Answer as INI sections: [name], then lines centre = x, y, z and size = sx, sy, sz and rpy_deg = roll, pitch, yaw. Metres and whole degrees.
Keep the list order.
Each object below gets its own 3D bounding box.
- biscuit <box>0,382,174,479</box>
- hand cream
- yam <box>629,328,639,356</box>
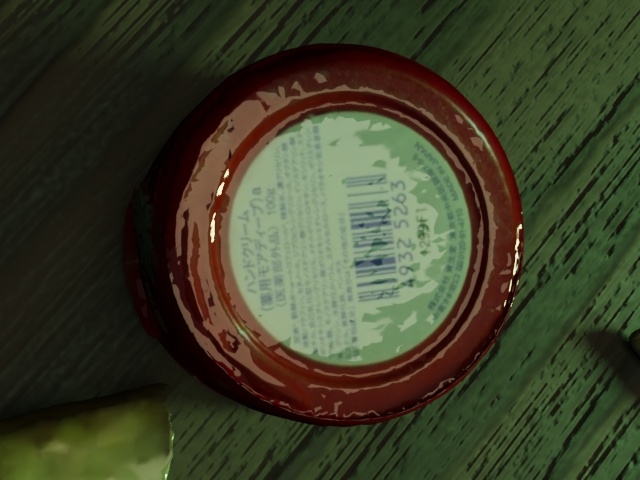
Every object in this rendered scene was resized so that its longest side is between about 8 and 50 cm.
[biscuit]
centre = -0.249, 0.339, 0.604
size = 0.446, 0.104, 0.430
rpy_deg = -13, 89, -18
[hand cream]
centre = 0.000, 0.000, 0.673
size = 0.230, 0.149, 0.230
rpy_deg = 1, 87, -18
[yam]
centre = 0.264, 0.108, 0.801
size = 0.116, 0.021, 0.021
rpy_deg = 46, 76, -9
